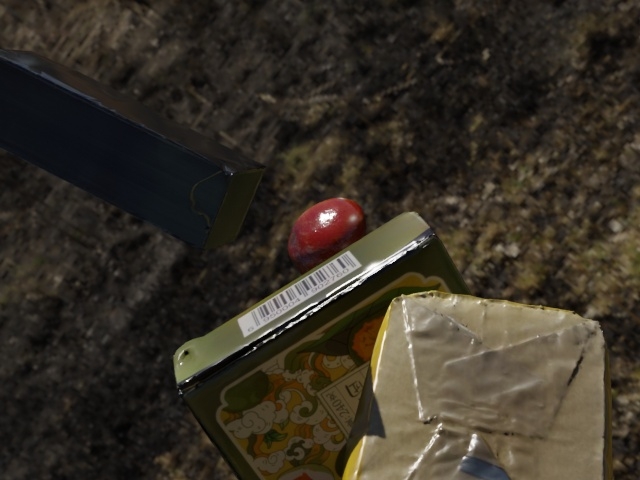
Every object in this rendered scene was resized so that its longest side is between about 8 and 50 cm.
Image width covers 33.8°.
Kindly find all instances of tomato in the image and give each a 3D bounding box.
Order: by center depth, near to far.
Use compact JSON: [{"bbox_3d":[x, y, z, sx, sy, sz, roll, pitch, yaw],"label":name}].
[{"bbox_3d":[0.000,0.000,1.671,0.159,0.091,0.139,-50,37,40],"label":"tomato"}]

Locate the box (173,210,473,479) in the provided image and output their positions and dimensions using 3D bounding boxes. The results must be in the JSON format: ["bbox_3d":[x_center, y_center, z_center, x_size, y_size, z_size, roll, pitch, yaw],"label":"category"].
[{"bbox_3d":[0.070,0.228,1.381,0.373,0.420,0.138,-32,21,-1],"label":"box"}]

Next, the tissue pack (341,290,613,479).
[{"bbox_3d":[0.136,0.279,1.001,0.382,0.228,0.293,90,-168,-50],"label":"tissue pack"}]

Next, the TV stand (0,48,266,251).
[{"bbox_3d":[-0.192,-0.088,0.968,0.082,0.270,0.088,-65,-11,13],"label":"TV stand"}]
